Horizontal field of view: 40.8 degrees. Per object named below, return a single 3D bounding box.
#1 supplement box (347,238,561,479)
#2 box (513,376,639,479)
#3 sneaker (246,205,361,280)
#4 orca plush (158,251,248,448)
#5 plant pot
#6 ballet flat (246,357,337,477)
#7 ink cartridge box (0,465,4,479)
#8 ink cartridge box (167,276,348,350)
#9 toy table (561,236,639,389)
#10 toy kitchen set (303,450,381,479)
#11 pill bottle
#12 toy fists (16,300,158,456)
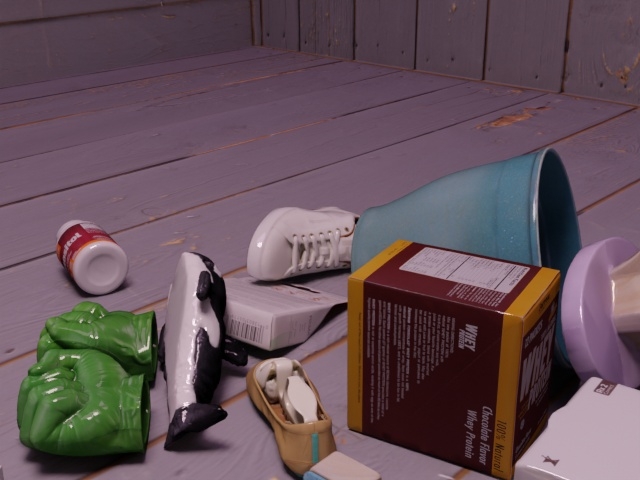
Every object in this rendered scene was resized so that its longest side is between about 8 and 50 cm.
[{"bbox_3d":[0.144,0.123,0.942,0.194,0.191,0.129,12,25,28],"label":"supplement box"},{"bbox_3d":[0.287,0.233,0.766,0.181,0.119,0.181,15,27,34],"label":"box"},{"bbox_3d":[0.000,0.000,1.352,0.123,0.106,0.290,13,20,28],"label":"sneaker"},{"bbox_3d":[-0.126,0.126,1.043,0.102,0.151,0.287,17,21,-21],"label":"orca plush"},{"bbox_3d":[0.187,0.034,1.110,0.255,0.272,0.271,-7,17,26],"label":"plant pot"},{"bbox_3d":[-0.031,0.175,0.973,0.080,0.073,0.232,-7,23,-18],"label":"ballet flat"},{"bbox_3d":[-0.364,0.247,0.853,0.083,0.028,0.048,0,21,2],"label":"ink cartridge box"},{"bbox_3d":[-0.078,0.097,1.230,0.181,0.056,0.224,13,7,31],"label":"ink cartridge box"},{"bbox_3d":[0.414,0.074,1.024,0.160,0.252,0.274,-19,17,37],"label":"toy table"},{"bbox_3d":[0.035,0.282,0.639,0.207,0.122,0.166,18,28,38],"label":"toy kitchen set"},{"bbox_3d":[-0.363,0.020,1.346,0.086,0.086,0.152,-12,24,-28],"label":"pill bottle"},{"bbox_3d":[-0.270,0.153,1.002,0.142,0.096,0.279,-4,23,-6],"label":"toy fists"}]
